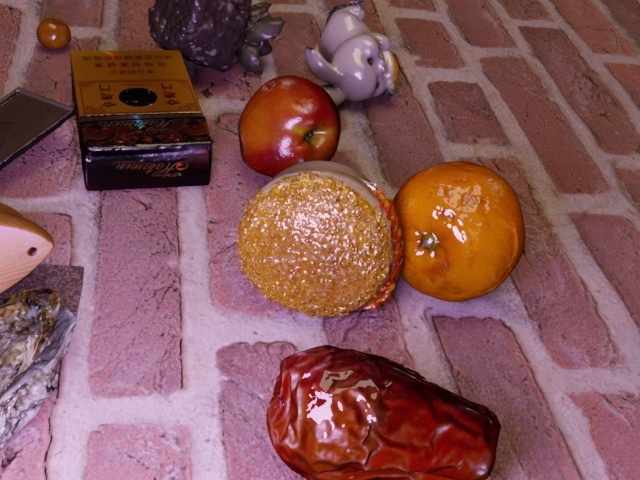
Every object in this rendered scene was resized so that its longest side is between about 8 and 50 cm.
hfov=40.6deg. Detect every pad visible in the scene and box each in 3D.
[{"bbox_3d":[-0.534,0.091,1.492,0.234,0.003,0.158,3,39,-9],"label":"pad"}]

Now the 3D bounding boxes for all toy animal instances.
[{"bbox_3d":[0.076,-0.453,2.174,0.247,0.183,0.310,3,44,-1],"label":"toy animal"}]

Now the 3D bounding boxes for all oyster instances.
[{"bbox_3d":[-0.473,0.209,1.269,0.162,0.158,0.351,-24,39,26],"label":"oyster"}]

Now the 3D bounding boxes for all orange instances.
[{"bbox_3d":[0.249,-0.017,1.600,0.261,0.261,0.261,6,39,-5],"label":"orange"},{"bbox_3d":[-0.664,-0.515,2.156,0.085,0.085,0.085,6,39,-5],"label":"orange"}]

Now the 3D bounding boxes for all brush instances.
[{"bbox_3d":[-0.599,0.007,1.455,0.266,0.174,0.166,-14,34,-39],"label":"brush"}]

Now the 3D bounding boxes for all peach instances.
[{"bbox_3d":[-0.072,-0.237,1.853,0.243,0.199,0.243,-24,40,22],"label":"peach"}]

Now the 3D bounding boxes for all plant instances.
[{"bbox_3d":[-0.252,-0.533,2.153,0.312,0.215,0.213,7,16,-47],"label":"plant"}]

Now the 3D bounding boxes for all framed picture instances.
[{"bbox_3d":[-0.655,-0.218,1.765,0.192,0.018,0.265,22,51,30],"label":"framed picture"}]

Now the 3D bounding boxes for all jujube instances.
[{"bbox_3d":[0.094,0.271,1.264,0.342,0.216,0.216,12,38,-11],"label":"jujube"}]

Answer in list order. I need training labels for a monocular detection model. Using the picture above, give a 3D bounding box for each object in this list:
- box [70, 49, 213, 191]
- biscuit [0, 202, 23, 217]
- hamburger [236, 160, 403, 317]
[{"bbox_3d":[-0.397,-0.271,1.883,0.264,0.116,0.415,-3,40,-18],"label":"box"},{"bbox_3d":[-0.663,-0.030,1.591,0.220,0.029,0.142,-11,44,-24],"label":"biscuit"},{"bbox_3d":[0.000,0.000,1.512,0.294,0.276,0.179,6,27,2],"label":"hamburger"}]
